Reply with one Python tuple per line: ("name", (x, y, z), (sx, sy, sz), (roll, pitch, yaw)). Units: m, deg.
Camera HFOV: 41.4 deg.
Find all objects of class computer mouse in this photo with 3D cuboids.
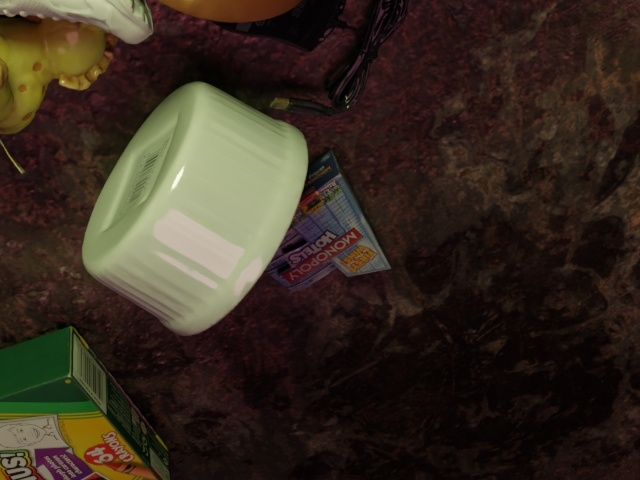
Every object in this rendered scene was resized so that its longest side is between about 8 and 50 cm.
("computer mouse", (-0.041, -0.236, 0.957), (0.262, 0.060, 0.184), (4, 127, -33))

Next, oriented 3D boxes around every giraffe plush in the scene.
("giraffe plush", (-0.297, -0.200, 0.863), (0.170, 0.181, 0.210), (-37, 122, -10))

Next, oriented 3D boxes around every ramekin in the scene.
("ramekin", (-0.151, -0.044, 0.959), (0.135, 0.277, 0.277), (31, 118, -26))

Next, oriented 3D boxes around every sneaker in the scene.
("sneaker", (-0.258, -0.237, 0.758), (0.115, 0.090, 0.232), (-41, 133, 21))

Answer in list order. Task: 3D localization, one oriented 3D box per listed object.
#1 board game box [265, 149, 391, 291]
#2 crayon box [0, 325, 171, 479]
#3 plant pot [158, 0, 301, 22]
("board game box", (0.000, 0.000, 1.176), (0.194, 0.060, 0.194), (-35, 130, 17))
("crayon box", (-0.447, 0.323, 1.315), (0.313, 0.106, 0.363), (-19, 133, 3))
("plant pot", (-0.076, -0.332, 0.730), (0.291, 0.290, 0.203), (1, 148, -16))
